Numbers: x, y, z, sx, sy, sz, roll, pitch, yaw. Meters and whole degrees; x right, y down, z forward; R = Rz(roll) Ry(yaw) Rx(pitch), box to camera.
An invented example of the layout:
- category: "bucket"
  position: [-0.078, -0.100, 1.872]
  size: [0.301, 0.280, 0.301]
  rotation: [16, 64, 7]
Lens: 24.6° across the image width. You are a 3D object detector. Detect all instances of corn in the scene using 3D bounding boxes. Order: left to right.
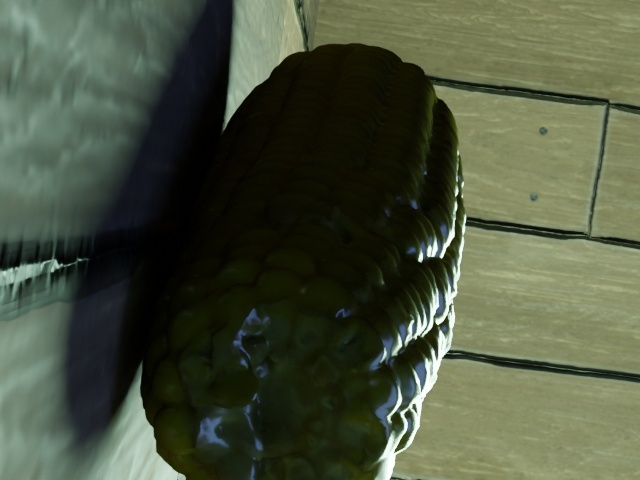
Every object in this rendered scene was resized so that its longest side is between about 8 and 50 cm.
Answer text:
- category: "corn"
  position: [0.000, 0.000, 0.614]
  size: [0.363, 0.120, 0.120]
  rotation: [-70, 169, -68]
